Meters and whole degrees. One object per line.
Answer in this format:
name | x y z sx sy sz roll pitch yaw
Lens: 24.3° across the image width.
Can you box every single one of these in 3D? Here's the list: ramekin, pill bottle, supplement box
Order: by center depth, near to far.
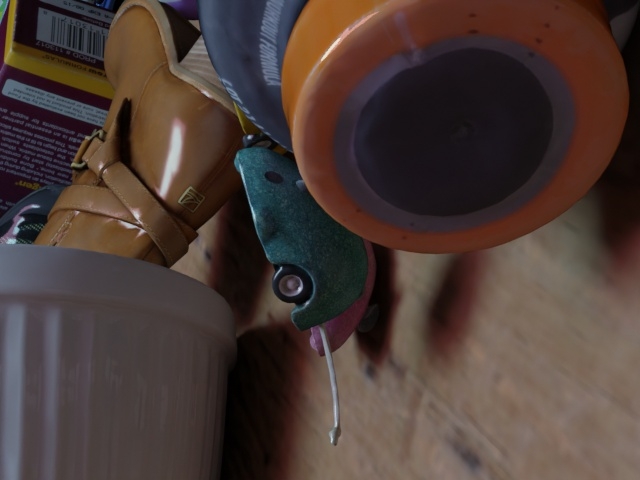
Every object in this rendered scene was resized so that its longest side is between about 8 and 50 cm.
pill bottle | 0.023 -0.107 0.462 0.130 0.130 0.246 -58 27 35
ramekin | -0.137 0.085 0.627 0.207 0.207 0.109 -38 50 56
supplement box | -0.175 -0.057 0.943 0.188 0.104 0.081 -58 26 36

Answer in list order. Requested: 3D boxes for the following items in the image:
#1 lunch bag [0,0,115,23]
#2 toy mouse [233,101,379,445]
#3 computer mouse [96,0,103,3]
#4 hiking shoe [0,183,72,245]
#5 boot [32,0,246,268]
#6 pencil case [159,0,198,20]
lunch bag | -0.225 -0.176 1.171 0.176 0.090 0.219 -68 22 11
toy mouse | 0.000 0.000 0.517 0.161 0.031 0.143 64 -171 -64
computer mouse | -0.073 -0.275 0.932 0.184 0.060 0.262 -97 29 -70
hiking shoe | -0.193 0.074 0.878 0.227 0.086 0.114 -58 12 16
boot | -0.094 -0.043 0.725 0.152 0.073 0.197 -57 23 -11
pencil case | -0.035 -0.188 0.729 0.088 0.086 0.206 59 143 15
